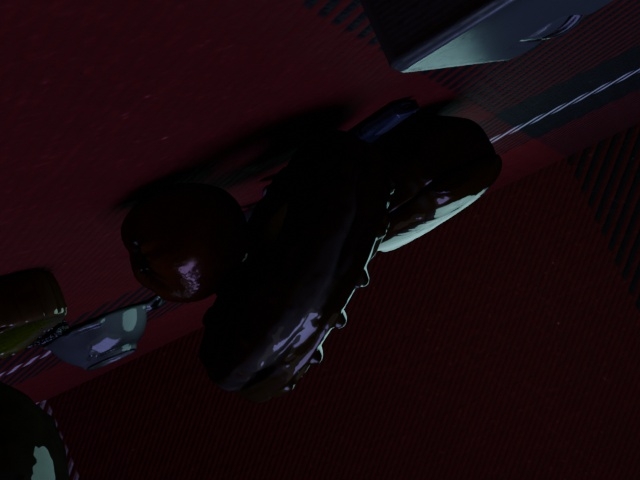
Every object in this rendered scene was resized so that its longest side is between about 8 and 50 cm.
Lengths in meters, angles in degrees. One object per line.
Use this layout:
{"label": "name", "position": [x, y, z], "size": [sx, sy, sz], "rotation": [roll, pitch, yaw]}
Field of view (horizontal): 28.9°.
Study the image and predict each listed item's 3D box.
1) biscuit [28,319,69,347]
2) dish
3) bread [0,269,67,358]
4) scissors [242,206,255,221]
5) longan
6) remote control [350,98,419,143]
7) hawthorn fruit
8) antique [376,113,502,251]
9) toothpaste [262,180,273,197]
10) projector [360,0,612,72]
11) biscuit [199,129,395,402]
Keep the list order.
{"label": "biscuit", "position": [-0.453, 0.152, 2.022], "size": [0.087, 0.027, 0.089], "rotation": [-22, 175, -24]}
{"label": "dish", "position": [-0.393, 0.185, 2.329], "size": [0.246, 0.078, 0.224], "rotation": [-24, 173, -2]}
{"label": "bread", "position": [-0.423, 0.110, 1.534], "size": [0.236, 0.070, 0.236], "rotation": [-25, 174, -3]}
{"label": "scissors", "position": [-0.171, 0.012, 1.872], "size": [0.191, 0.029, 0.360], "rotation": [-25, 174, -5]}
{"label": "longan", "position": [-0.611, 0.408, 2.048], "size": [0.391, 0.391, 0.391], "rotation": [-24, 174, -2]}
{"label": "remote control", "position": [0.059, -0.131, 1.515], "size": [0.044, 0.027, 0.152], "rotation": [-14, 167, -40]}
{"label": "hawthorn fruit", "position": [-0.141, -0.001, 1.357], "size": [0.138, 0.132, 0.133], "rotation": [-25, 176, -32]}
{"label": "antique", "position": [0.128, -0.077, 1.687], "size": [0.224, 0.129, 0.278], "rotation": [-31, 174, -14]}
{"label": "toothpaste", "position": [-0.005, -0.085, 1.668], "size": [0.052, 0.033, 0.218], "rotation": [-31, 176, 37]}
{"label": "projector", "position": [0.167, -0.214, 0.819], "size": [0.257, 0.099, 0.192], "rotation": [-29, 172, 36]}
{"label": "biscuit", "position": [-0.030, 0.027, 1.394], "size": [0.332, 0.103, 0.332], "rotation": [-55, -165, 23]}
